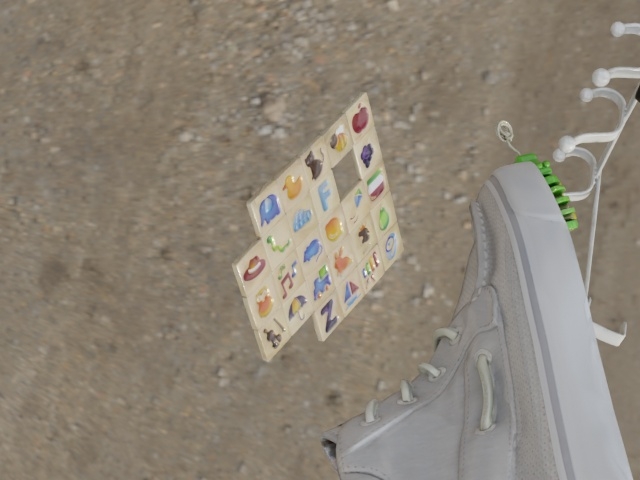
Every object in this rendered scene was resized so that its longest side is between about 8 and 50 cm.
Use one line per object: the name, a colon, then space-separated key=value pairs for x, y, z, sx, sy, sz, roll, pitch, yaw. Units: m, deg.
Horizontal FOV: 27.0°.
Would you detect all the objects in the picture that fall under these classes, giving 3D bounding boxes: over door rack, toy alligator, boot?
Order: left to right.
boot: x=0.058 y=0.065 z=0.574 sx=0.123 sy=0.258 sz=0.095 roll=-12 pitch=129 yaw=7
toy alligator: x=0.253 y=-0.064 z=1.528 sx=0.056 sy=0.051 sz=0.189 roll=-12 pitch=73 yaw=-33
over door rack: x=0.341 y=-0.078 z=1.602 sx=0.108 sy=0.239 sz=0.324 roll=9 pitch=47 yaw=-7

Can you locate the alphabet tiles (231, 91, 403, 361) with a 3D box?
alphabet tiles: x=0.000 y=0.000 z=1.297 sx=0.237 sy=0.009 sz=0.198 roll=-46 pitch=135 yaw=-37

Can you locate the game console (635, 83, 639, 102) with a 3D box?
game console: x=0.476 y=-0.137 z=1.470 sx=0.361 sy=0.213 sz=0.044 roll=-23 pitch=142 yaw=-63
